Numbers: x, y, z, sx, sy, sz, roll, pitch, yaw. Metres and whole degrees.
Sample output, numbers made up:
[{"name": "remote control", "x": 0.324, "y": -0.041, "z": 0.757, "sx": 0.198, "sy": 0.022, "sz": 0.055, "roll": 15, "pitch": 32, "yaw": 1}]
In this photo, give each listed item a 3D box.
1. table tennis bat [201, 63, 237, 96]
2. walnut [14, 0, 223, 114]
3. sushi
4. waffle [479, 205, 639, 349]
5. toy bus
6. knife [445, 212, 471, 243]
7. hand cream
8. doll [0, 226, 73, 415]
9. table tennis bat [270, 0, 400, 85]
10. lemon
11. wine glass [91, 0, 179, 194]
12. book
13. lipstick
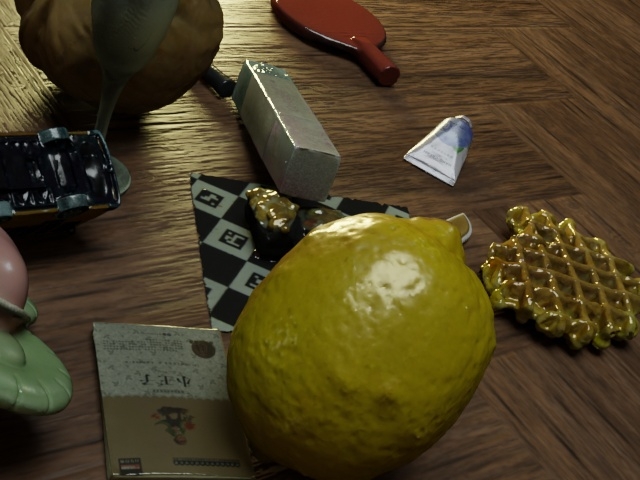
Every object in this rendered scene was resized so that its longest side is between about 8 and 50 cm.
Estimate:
[{"name": "table tennis bat", "x": -0.206, "y": -0.285, "z": 1.604, "sx": 0.150, "sy": 0.027, "sz": 0.236, "roll": -16, "pitch": 48, "yaw": -43}, {"name": "walnut", "x": -0.255, "y": -0.309, "z": 1.388, "sx": 0.285, "sy": 0.285, "sz": 0.296, "roll": -15, "pitch": 74, "yaw": -43}, {"name": "sushi", "x": 0.000, "y": 0.000, "z": 1.284, "sx": 0.294, "sy": 0.059, "sz": 0.292, "roll": 6, "pitch": 37, "yaw": -15}, {"name": "waffle", "x": 0.307, "y": 0.046, "z": 1.418, "sx": 0.253, "sy": 0.056, "sz": 0.249, "roll": -10, "pitch": 46, "yaw": -38}, {"name": "toy bus", "x": -0.319, "y": -0.054, "z": 1.120, "sx": 0.201, "sy": 0.114, "sz": 0.098, "roll": -9, "pitch": 79, "yaw": -50}, {"name": "knife", "x": 0.142, "y": 0.011, "z": 1.399, "sx": 0.046, "sy": 0.022, "sz": 0.256, "roll": 30, "pitch": 34, "yaw": 18}, {"name": "hand cream", "x": 0.189, "y": -0.142, "z": 1.620, "sx": 0.084, "sy": 0.053, "sz": 0.142, "roll": 30, "pitch": 45, "yaw": 9}, {"name": "doll", "x": -0.357, "y": 0.062, "z": 0.929, "sx": 0.268, "sy": 0.216, "sz": 0.284, "roll": 29, "pitch": 8, "yaw": -32}, {"name": "table tennis bat", "x": 0.035, "y": -0.362, "z": 1.836, "sx": 0.200, "sy": 0.038, "sz": 0.310, "roll": -6, "pitch": 43, "yaw": -36}, {"name": "lemon", "x": 0.039, "y": 0.097, "z": 1.013, "sx": 0.233, "sy": 0.288, "sz": 0.233, "roll": 39, "pitch": -7, "yaw": 6}, {"name": "wine glass", "x": -0.301, "y": -0.196, "z": 1.172, "sx": 0.264, "sy": 0.310, "sz": 0.096, "roll": 0, "pitch": 40, "yaw": -29}, {"name": "book", "x": -0.145, "y": 0.153, "z": 1.043, "sx": 0.138, "sy": 0.016, "sz": 0.199, "roll": 6, "pitch": 37, "yaw": -22}, {"name": "lipstick", "x": -0.050, "y": -0.151, "z": 1.414, "sx": 0.066, "sy": 0.068, "sz": 0.317, "roll": 12, "pitch": 23, "yaw": -22}]
